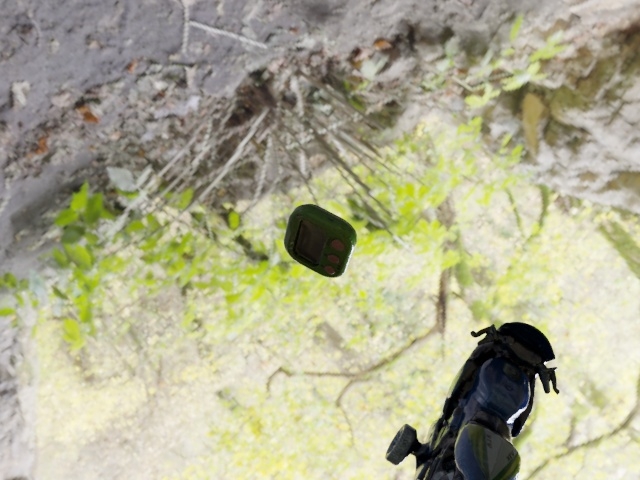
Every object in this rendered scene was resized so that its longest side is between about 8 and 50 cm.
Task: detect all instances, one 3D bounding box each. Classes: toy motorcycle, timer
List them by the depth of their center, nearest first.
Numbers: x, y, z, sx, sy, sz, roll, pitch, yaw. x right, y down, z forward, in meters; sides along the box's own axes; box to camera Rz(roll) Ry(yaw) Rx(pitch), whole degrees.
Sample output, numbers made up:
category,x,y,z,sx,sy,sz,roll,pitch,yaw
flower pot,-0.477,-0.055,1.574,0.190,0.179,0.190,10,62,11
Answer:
category,x,y,z,sx,sy,sz,roll,pitch,yaw
toy motorcycle,0.125,0.142,0.654,0.135,0.092,0.254,-58,175,26
timer,0.000,0.000,1.482,0.047,0.128,0.140,-54,167,-39
